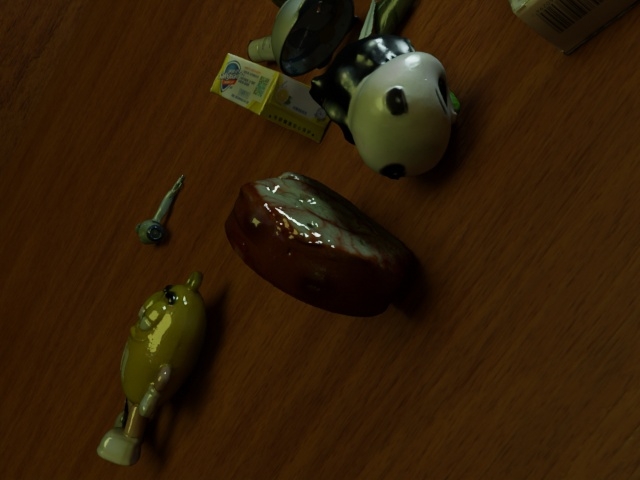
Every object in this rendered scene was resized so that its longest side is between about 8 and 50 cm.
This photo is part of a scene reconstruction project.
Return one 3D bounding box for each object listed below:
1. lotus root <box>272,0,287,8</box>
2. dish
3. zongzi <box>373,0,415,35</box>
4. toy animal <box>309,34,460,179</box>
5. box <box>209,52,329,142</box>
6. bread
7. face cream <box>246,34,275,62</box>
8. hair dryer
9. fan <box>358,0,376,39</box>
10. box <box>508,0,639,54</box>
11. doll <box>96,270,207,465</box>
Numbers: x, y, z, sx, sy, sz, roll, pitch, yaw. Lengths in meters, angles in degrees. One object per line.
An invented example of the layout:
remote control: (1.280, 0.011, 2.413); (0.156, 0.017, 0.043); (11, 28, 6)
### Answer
lotus root: (-0.031, -0.627, 1.831); (0.241, 0.123, 0.124); (-45, 51, 33)
dish: (-0.023, -0.448, 1.646); (0.086, 0.228, 0.236); (46, 152, 18)
zongzi: (0.145, -0.434, 1.559); (0.104, 0.052, 0.113); (-33, 42, 44)
toy animal: (0.129, -0.229, 1.368); (0.212, 0.212, 0.267); (-56, 41, 17)
box: (-0.104, -0.310, 1.729); (0.265, 0.168, 0.097); (36, 104, 55)
bread: (0.002, 0.002, 1.312); (0.295, 0.328, 0.114); (34, 106, 12)
face cream: (-0.074, -0.450, 1.858); (0.244, 0.058, 0.092); (2, 70, 46)
hair dryer: (-0.437, -0.077, 2.145); (0.167, 0.067, 0.199); (-12, 53, 55)
fan: (0.135, -0.564, 1.629); (0.233, 0.012, 0.414); (-13, 53, 50)
box: (0.362, -0.473, 1.229); (0.173, 0.145, 0.333); (-35, 47, 35)
doll: (-0.378, 0.290, 1.798); (0.348, 0.161, 0.423); (-26, 47, 60)
